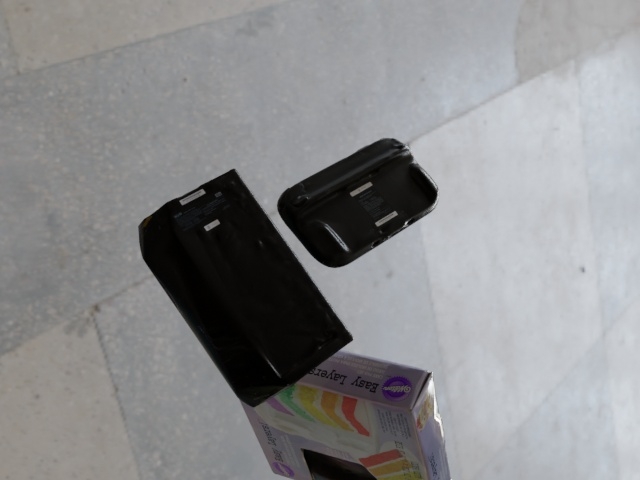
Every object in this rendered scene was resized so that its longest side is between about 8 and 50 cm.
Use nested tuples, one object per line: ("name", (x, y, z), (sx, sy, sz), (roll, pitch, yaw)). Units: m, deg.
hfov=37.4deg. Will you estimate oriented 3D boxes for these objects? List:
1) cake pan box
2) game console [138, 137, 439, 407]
("cake pan box", (0.029, 0.232, 1.168), (0.070, 0.246, 0.266), (-58, 149, -35))
("game console", (0.000, 0.000, 0.991), (0.361, 0.044, 0.213), (-31, 84, -37))
